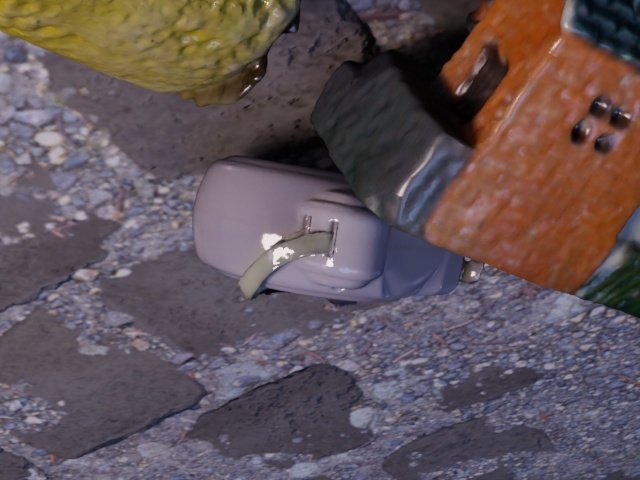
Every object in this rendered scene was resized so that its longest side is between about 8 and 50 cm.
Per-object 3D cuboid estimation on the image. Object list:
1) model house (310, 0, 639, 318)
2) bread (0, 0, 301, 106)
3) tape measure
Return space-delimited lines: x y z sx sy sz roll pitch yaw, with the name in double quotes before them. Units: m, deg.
"model house" 0.184 -0.122 0.609 0.271 0.190 0.301 20 118 -27
"bread" -0.087 -0.167 0.446 0.197 0.197 0.170 -35 140 29
"tape measure" -0.001 -0.001 0.691 0.178 0.105 0.196 14 -173 37
